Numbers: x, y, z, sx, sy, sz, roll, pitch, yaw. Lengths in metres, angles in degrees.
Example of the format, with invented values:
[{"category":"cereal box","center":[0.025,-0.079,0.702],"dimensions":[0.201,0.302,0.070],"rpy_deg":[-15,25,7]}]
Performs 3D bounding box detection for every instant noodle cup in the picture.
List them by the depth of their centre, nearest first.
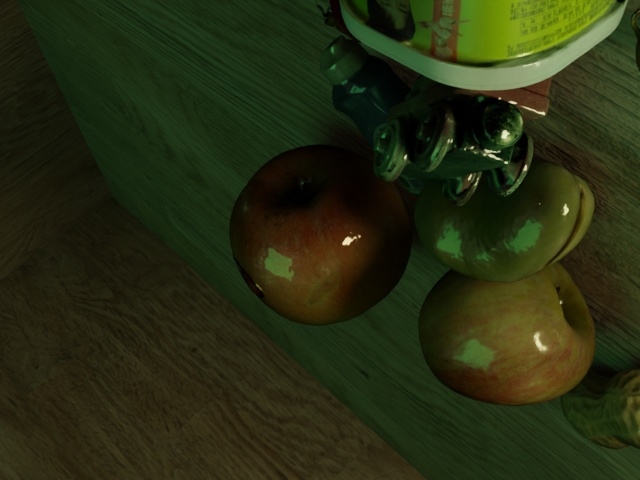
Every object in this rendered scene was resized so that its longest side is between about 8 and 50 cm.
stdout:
[{"category":"instant noodle cup","center":[0.157,-0.348,0.810],"dimensions":[0.294,0.294,0.307],"rpy_deg":[37,150,32]}]

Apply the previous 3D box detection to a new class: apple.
[{"category":"apple","center":[0.284,0.137,1.358],"dimensions":[0.234,0.257,0.256],"rpy_deg":[-32,101,28]},{"category":"apple","center":[0.000,0.000,1.631],"dimensions":[0.339,0.338,0.305],"rpy_deg":[31,153,41]}]

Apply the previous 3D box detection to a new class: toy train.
[{"category":"toy train","center":[0.178,-0.171,1.128],"dimensions":[0.150,0.221,0.304],"rpy_deg":[16,174,-16]}]

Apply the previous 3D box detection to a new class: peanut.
[{"category":"peanut","center":[0.487,0.269,1.402],"dimensions":[0.298,0.120,0.136],"rpy_deg":[158,97,-70]}]

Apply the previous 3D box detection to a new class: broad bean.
[{"category":"broad bean","center":[0.254,-0.035,1.242],"dimensions":[0.263,0.121,0.188],"rpy_deg":[2,91,45]}]

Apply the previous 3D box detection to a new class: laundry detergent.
[{"category":"laundry detergent","center":[0.104,-0.194,1.341],"dimensions":[0.290,0.094,0.143],"rpy_deg":[47,162,-22]}]

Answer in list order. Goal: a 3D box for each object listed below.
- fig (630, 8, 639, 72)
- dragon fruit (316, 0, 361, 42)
[{"category":"fig","center":[0.354,-0.207,0.935],"dimensions":[0.083,0.050,0.050],"rpy_deg":[64,163,14]},{"category":"dragon fruit","center":[0.062,-0.327,1.226],"dimensions":[0.125,0.125,0.246],"rpy_deg":[54,167,-21]}]
